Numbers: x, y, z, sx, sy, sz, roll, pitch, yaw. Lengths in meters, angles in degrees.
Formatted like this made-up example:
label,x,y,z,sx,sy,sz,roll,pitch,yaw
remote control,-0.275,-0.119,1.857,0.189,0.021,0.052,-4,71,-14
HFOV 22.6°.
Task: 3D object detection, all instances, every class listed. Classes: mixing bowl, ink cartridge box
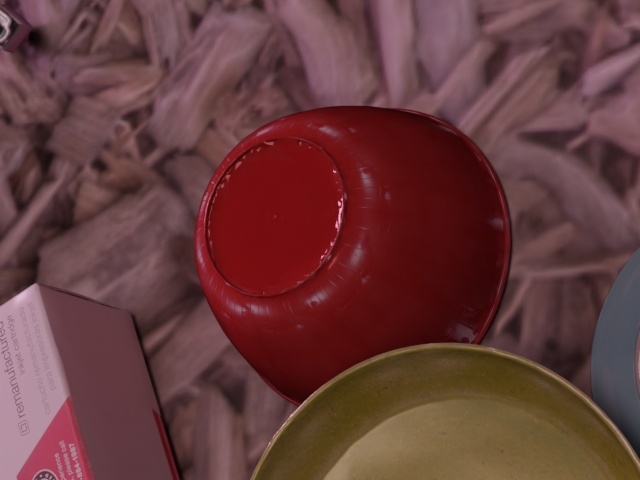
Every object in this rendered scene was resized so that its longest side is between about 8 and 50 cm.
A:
label,x,y,z,sx,sy,sz,roll,pitch,yaw
mixing bowl,0.000,0.000,0.862,0.181,0.098,0.181,-9,72,30
ink cartridge box,-0.201,0.148,0.946,0.218,0.092,0.158,-33,61,22

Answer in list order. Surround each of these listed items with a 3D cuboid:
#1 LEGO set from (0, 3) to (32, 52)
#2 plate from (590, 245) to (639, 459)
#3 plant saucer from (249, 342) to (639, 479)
label,x,y,z,sx,sy,sz,roll,pitch,yaw
LEGO set,-0.158,-0.264,1.064,0.287,0.107,0.132,-44,92,8
plate,0.213,0.056,0.757,0.188,0.024,0.188,-10,69,29
plant saucer,0.064,0.172,0.797,0.241,0.037,0.241,-7,76,27
